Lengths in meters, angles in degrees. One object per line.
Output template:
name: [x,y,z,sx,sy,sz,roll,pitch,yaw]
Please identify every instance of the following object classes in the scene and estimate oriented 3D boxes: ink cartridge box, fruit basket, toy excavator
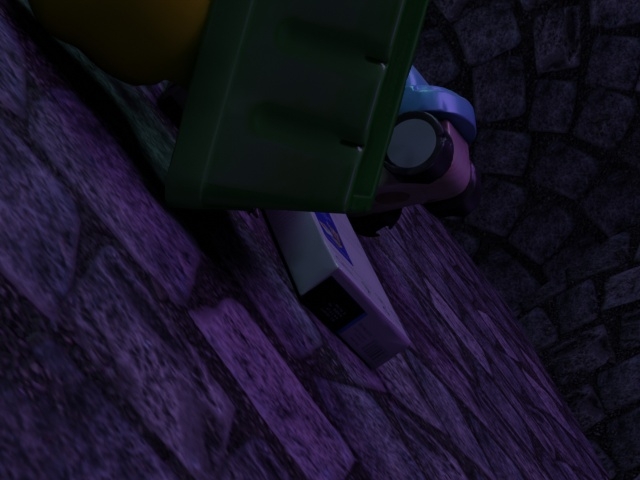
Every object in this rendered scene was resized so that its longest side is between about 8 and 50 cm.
ink cartridge box: [0.000,0.000,1.500,0.165,0.065,0.333,46,13,-36]
fruit basket: [-0.097,-0.212,1.175,0.392,0.392,0.283,54,9,5]
toy excavator: [0.036,-0.244,1.974,0.222,0.433,0.445,37,47,-59]

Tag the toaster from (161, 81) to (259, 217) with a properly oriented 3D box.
toaster: [-0.094,-0.149,1.440,0.186,0.110,0.168,51,10,-16]
